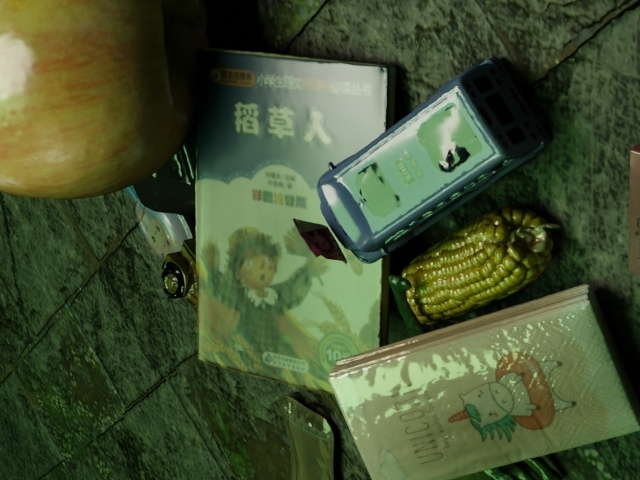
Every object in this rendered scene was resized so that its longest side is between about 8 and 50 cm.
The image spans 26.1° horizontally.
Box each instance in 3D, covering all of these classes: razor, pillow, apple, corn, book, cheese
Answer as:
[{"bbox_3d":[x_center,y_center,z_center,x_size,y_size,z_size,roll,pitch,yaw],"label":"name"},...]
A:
[{"bbox_3d":[-0.154,-0.120,1.959,0.326,0.107,0.189,6,117,48],"label":"razor"},{"bbox_3d":[-0.014,0.348,2.193,0.130,0.033,0.218,26,134,42],"label":"pillow"},{"bbox_3d":[-0.336,-0.238,1.790,0.346,0.391,0.392,-4,117,13],"label":"apple"},{"bbox_3d":[0.169,0.036,1.625,0.101,0.101,0.310,61,148,2],"label":"corn"},{"bbox_3d":[-0.038,-0.023,1.760,0.300,0.039,0.428,10,106,35],"label":"book"},{"bbox_3d":[-0.267,-0.048,2.233,0.245,0.052,0.135,53,147,14],"label":"cheese"}]

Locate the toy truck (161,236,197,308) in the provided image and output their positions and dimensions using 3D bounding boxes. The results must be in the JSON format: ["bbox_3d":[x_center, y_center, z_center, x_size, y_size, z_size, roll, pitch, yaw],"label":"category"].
[{"bbox_3d":[-0.122,0.075,2.063,0.257,0.127,0.127,36,125,37],"label":"toy truck"}]

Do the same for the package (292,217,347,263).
[{"bbox_3d":[0.000,0.000,1.609,0.029,0.083,0.059,-40,70,17],"label":"package"}]

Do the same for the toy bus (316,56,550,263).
[{"bbox_3d":[0.102,-0.075,1.543,0.292,0.133,0.125,-35,84,37],"label":"toy bus"}]

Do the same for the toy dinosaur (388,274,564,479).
[{"bbox_3d":[0.162,0.243,1.754,0.300,0.087,0.447,37,150,13],"label":"toy dinosaur"}]

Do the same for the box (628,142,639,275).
[{"bbox_3d":[0.359,-0.022,1.348,0.111,0.060,0.156,24,133,43],"label":"box"}]

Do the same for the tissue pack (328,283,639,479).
[{"bbox_3d":[0.184,0.175,1.576,0.325,0.071,0.170,-19,103,21],"label":"tissue pack"}]
